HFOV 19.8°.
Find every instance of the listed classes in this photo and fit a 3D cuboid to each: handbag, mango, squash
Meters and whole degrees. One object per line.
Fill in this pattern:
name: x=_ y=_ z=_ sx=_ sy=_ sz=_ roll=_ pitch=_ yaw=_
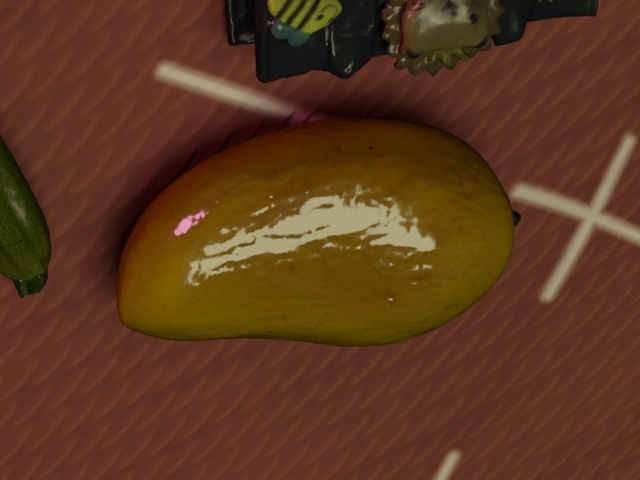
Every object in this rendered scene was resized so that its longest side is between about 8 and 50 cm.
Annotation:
handbag: x=0.079 y=-0.278 z=1.371 sx=0.303 sy=0.122 sz=0.329 roll=-12 pitch=125 yaw=-18
mango: x=0.004 y=-0.007 z=1.487 sx=0.332 sy=0.142 sz=0.195 roll=0 pitch=115 yaw=-22
squash: x=-0.258 y=-0.045 z=1.388 sx=0.066 sy=0.066 sz=0.252 roll=-30 pitch=128 yaw=-5
